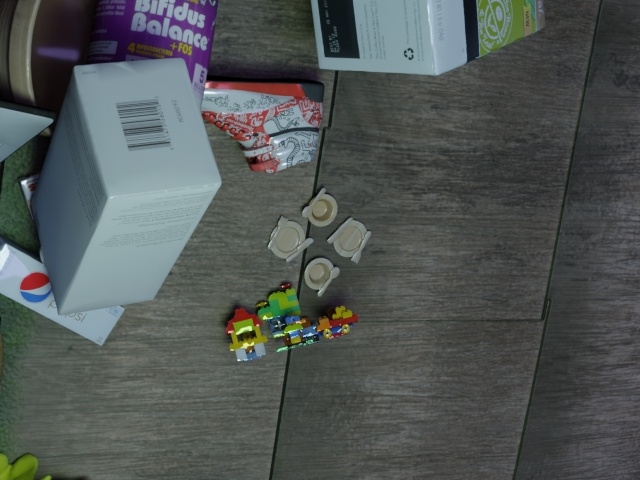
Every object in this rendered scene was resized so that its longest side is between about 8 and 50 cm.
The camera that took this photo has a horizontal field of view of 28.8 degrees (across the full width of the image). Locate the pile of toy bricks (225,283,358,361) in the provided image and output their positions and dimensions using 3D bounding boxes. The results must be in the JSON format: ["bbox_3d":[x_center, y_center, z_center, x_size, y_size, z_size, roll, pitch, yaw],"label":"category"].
[{"bbox_3d":[-0.053,0.124,2.043,0.212,0.118,0.105,-14,83,-6],"label":"pile of toy bricks"}]

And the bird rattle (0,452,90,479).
[{"bbox_3d":[-0.440,0.459,1.924,0.207,0.143,0.253,-2,110,-44],"label":"bird rattle"}]

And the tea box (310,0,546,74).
[{"bbox_3d":[0.155,-0.440,1.839,0.323,0.220,0.329,-30,120,-45],"label":"tea box"}]

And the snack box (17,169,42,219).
[{"bbox_3d":[-0.354,-0.091,1.854,0.178,0.022,0.064,-22,115,-19],"label":"snack box"}]

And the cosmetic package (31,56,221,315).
[{"bbox_3d":[-0.272,-0.063,1.663,0.155,0.365,0.197,-9,69,-25],"label":"cosmetic package"}]

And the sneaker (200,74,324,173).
[{"bbox_3d":[-0.118,-0.176,1.910,0.270,0.090,0.145,-2,104,-29],"label":"sneaker"}]

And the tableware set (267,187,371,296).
[{"bbox_3d":[0.000,0.000,2.066,0.141,0.020,0.169,-49,121,-6],"label":"tableware set"}]

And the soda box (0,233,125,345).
[{"bbox_3d":[-0.402,0.072,1.849,0.216,0.074,0.069,34,88,-31],"label":"soda box"}]

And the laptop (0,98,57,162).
[{"bbox_3d":[-0.601,-0.031,1.602,0.382,0.408,0.236,9,68,-37],"label":"laptop"}]

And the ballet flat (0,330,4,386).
[{"bbox_3d":[-0.541,0.279,1.811,0.116,0.124,0.342,26,92,-31],"label":"ballet flat"}]

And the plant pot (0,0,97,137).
[{"bbox_3d":[-0.392,-0.262,1.703,0.110,0.237,0.237,7,106,13],"label":"plant pot"}]

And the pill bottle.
[{"bbox_3d":[-0.227,-0.332,1.748,0.169,0.169,0.301,10,87,-29],"label":"pill bottle"}]
